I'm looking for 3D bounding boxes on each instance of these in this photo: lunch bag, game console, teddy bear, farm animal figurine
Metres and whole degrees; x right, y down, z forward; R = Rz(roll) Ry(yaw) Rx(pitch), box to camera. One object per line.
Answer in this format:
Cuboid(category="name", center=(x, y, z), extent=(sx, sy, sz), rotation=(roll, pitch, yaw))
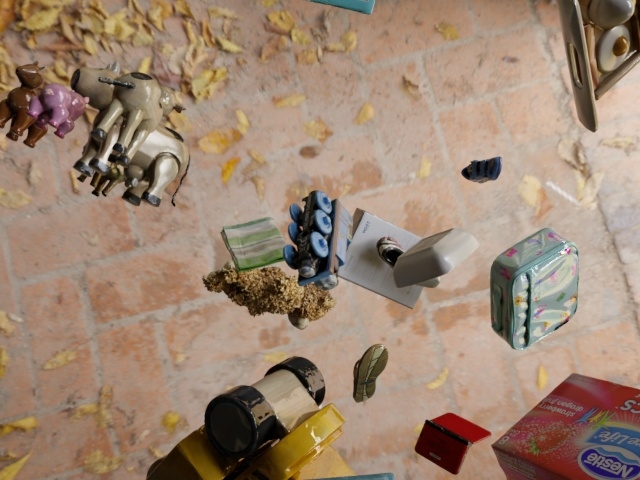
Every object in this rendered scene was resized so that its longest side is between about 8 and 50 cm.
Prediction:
Cuboid(category="lunch bag", center=(0.511, 0.127, 1.684), extent=(0.224, 0.279, 0.108), rotation=(-28, 39, -19))
Cuboid(category="game console", center=(0.321, 0.491, 1.703), extent=(0.085, 0.144, 0.124), rotation=(28, 83, -37))
Cuboid(category="teddy bear", center=(-0.128, 0.138, 1.732), extent=(0.245, 0.338, 0.113), rotation=(-19, 53, 34))
Cuboid(category="farm animal figurine", center=(-0.313, -0.183, 1.086), extent=(0.330, 0.327, 0.172), rotation=(14, 71, 34))

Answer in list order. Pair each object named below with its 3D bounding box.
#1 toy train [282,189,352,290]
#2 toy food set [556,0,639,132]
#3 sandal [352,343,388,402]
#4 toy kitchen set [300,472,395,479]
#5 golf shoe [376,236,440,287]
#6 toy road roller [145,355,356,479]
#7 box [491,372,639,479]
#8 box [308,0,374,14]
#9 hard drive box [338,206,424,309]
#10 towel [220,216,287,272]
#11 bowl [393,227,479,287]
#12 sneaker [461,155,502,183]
Cuboid(category="toy train", center=(0.000, 0.000, 1.132), extent=(0.080, 0.105, 0.184), rotation=(-25, 38, 27))
Cuboid(category="toy food set", center=(0.469, -0.333, 1.015), extent=(0.306, 0.220, 0.092), rotation=(-40, 38, -15))
Cuboid(category="sandal", center=(0.105, 0.303, 1.625), extent=(0.072, 0.180, 0.049), rotation=(-6, 39, -24))
Cuboid(category="toy kitchen set", center=(-0.016, 0.284, 0.529), extent=(0.166, 0.122, 0.207), rotation=(-5, 54, 3))
Cuboid(category="golf shoe", center=(0.214, 0.066, 1.706), extent=(0.186, 0.086, 0.067), rotation=(33, 106, -9))
Cuboid(category="toy road roller", center=(-0.090, 0.357, 1.059), extent=(0.240, 0.202, 0.329), rotation=(51, 118, 14))
Cuboid(category="box", center=(0.290, 0.218, 0.597), extent=(0.128, 0.257, 0.122), rotation=(-33, 105, -20))
Cuboid(category="box", center=(0.022, -0.396, 0.975), extent=(0.100, 0.060, 0.244), rotation=(10, 37, -9))
Cuboid(category="hard drive box", center=(0.165, 0.045, 1.795), extent=(0.232, 0.089, 0.181), rotation=(25, 94, -13))
Cuboid(category="towel", center=(-0.126, 0.004, 1.363), extent=(0.113, 0.152, 0.023), rotation=(-16, 124, -12))
Cuboid(category="bowl", center=(0.207, 0.027, 1.296), extent=(0.142, 0.142, 0.053), rotation=(-33, 96, -42))
Cuboid(category="sneaker", center=(0.398, -0.174, 1.724), extent=(0.059, 0.144, 0.053), rotation=(13, 77, -14))
